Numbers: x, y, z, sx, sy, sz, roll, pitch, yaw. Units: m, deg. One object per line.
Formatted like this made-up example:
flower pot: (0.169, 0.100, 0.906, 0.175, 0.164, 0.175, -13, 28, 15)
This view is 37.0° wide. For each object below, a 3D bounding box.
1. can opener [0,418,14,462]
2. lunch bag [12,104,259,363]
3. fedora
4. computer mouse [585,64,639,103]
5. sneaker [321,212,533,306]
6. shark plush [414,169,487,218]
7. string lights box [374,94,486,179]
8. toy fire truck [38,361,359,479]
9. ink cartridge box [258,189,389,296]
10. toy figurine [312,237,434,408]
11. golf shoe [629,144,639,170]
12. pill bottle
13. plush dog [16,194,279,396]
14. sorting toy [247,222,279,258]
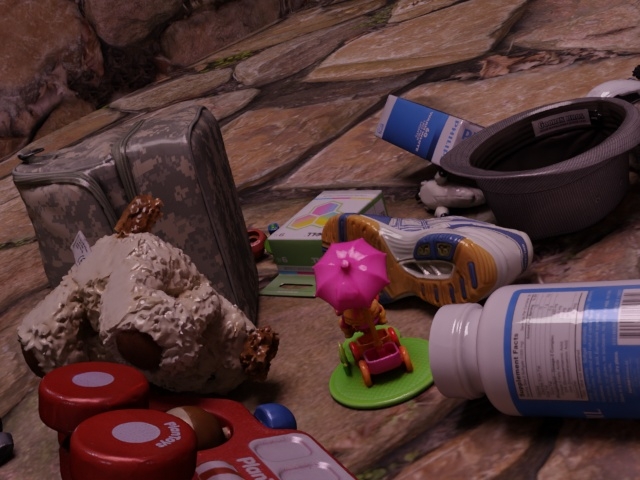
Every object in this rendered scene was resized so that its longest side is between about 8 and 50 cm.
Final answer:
can opener: (-0.453, 0.260, 1.113, 0.186, 0.059, 0.073, -26, 23, -18)
lunch bag: (-0.234, 0.004, 1.233, 0.256, 0.305, 0.212, -12, 20, 6)
fedora: (0.299, -0.084, 1.240, 0.275, 0.124, 0.243, -33, 26, -33)
computer mouse: (0.509, -0.254, 1.588, 0.193, 0.042, 0.106, -27, 24, -20)
sneaker: (0.128, 0.020, 1.193, 0.131, 0.112, 0.296, -15, 19, -38)
shark plush: (0.184, -0.061, 1.417, 0.067, 0.073, 0.161, -5, -4, -19)
string lights box: (0.197, -0.152, 1.461, 0.133, 0.077, 0.259, 18, 9, -23)
toy fire truck: (-0.113, 0.214, 0.860, 0.253, 0.169, 0.302, -2, 14, -27)
ink cartridge box: (0.000, 0.000, 1.363, 0.109, 0.062, 0.209, 1, 29, 38)
toy figurine: (0.045, 0.069, 1.034, 0.130, 0.159, 0.173, -19, 21, -2)
golf shoe: (0.446, -0.133, 1.294, 0.069, 0.086, 0.176, -17, 20, 9)
pill bottle: (0.218, 0.099, 0.872, 0.221, 0.124, 0.124, -4, 26, 32)
plush dog: (-0.169, 0.094, 1.076, 0.262, 0.225, 0.211, -12, 46, 39)
sorting toy: (-0.075, 0.009, 1.445, 0.102, 0.042, 0.061, 7, 47, 26)
